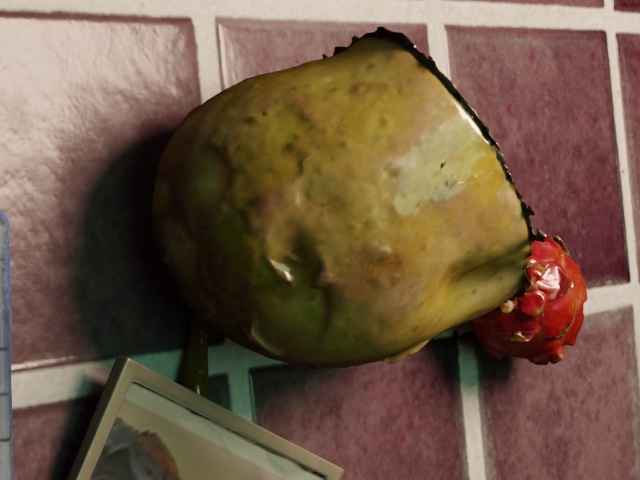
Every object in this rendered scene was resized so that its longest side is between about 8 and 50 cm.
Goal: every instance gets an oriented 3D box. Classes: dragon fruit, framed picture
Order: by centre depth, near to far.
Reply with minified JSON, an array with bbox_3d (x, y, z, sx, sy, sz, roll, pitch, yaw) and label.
[{"bbox_3d":[-0.104,0.232,1.408,0.265,0.018,0.192,32,74,-39],"label":"framed picture"},{"bbox_3d":[0.201,0.056,1.673,0.166,0.136,0.133,54,53,-42],"label":"dragon fruit"}]

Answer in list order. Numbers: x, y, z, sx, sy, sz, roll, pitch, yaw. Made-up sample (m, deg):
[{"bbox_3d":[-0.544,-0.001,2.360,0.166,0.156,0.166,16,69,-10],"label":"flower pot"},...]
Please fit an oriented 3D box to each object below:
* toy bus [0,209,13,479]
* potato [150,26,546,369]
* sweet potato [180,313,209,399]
[{"bbox_3d":[-0.273,0.084,1.233,0.094,0.079,0.236,7,81,-61],"label":"toy bus"},{"bbox_3d":[0.000,0.000,1.416,0.289,0.301,0.237,44,67,12],"label":"potato"},{"bbox_3d":[-0.104,0.101,1.433,0.026,0.026,0.115,17,72,-43],"label":"sweet potato"}]
